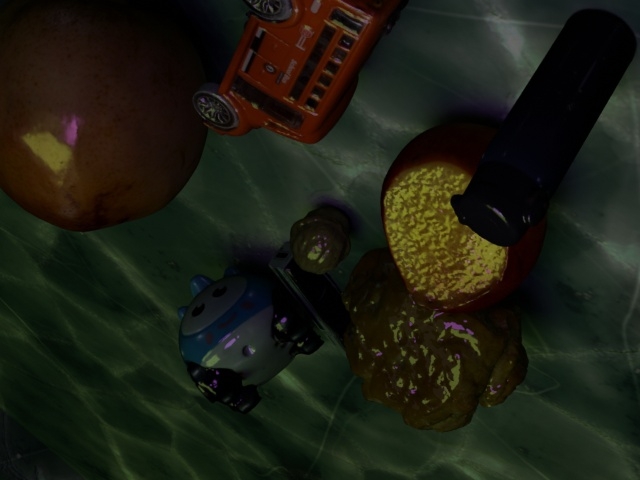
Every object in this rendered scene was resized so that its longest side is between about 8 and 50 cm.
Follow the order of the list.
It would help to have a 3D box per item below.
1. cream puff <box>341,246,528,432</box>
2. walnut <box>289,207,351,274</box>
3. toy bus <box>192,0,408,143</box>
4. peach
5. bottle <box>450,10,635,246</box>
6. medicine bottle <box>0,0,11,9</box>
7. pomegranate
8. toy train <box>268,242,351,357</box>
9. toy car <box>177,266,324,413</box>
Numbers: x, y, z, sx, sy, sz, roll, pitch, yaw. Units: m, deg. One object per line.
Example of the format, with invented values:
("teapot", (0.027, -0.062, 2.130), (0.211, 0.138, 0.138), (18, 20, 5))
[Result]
("cream puff", (0.138, 0.114, 1.595), (0.196, 0.244, 0.244), (8, 167, -33))
("walnut", (0.000, 0.000, 1.689), (0.092, 0.092, 0.092), (26, 151, 16))
("toy bus", (-0.016, -0.209, 1.326), (0.153, 0.143, 0.329), (33, 150, -2))
("peach", (0.150, -0.023, 1.382), (0.190, 0.192, 0.190), (16, 148, 10))
("bottle", (0.202, -0.099, 1.145), (0.082, 0.244, 0.072), (13, 146, 37))
("medicine bottle", (-0.473, -0.358, 1.590), (0.225, 0.139, 0.139), (29, 152, 11))
("pomegranate", (-0.273, -0.172, 1.533), (0.319, 0.319, 0.319), (26, 151, 16))
("toy train", (0.013, 0.107, 1.874), (0.048, 0.055, 0.252), (1, 137, 46))
("toy car", (-0.123, 0.131, 1.912), (0.190, 0.188, 0.255), (49, 180, 15))
